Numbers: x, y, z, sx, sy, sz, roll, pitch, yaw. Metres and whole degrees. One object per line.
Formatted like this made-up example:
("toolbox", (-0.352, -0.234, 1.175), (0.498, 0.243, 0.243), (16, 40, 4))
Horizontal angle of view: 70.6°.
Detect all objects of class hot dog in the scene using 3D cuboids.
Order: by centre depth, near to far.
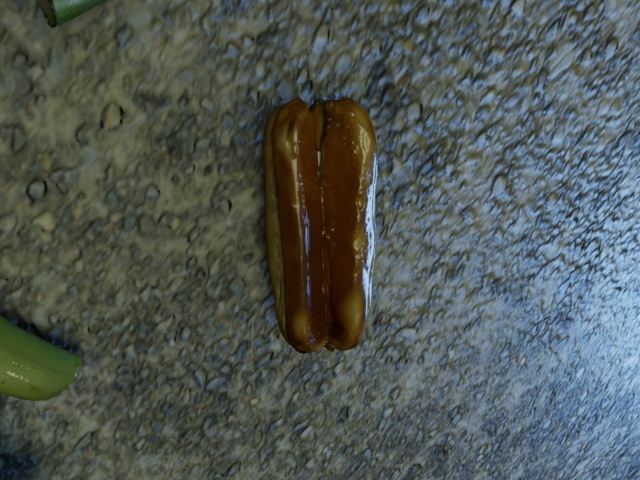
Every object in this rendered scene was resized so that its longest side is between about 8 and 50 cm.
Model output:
("hot dog", (0.000, 0.000, 0.555), (0.135, 0.100, 0.337), (-7, 113, -10))

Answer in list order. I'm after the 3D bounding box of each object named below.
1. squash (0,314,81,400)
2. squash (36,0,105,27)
("squash", (-0.366, 0.086, 0.452), (0.083, 0.083, 0.250), (-40, 123, -2))
("squash", (-0.186, -0.251, 0.384), (0.132, 0.105, 0.105), (-30, 121, -27))
